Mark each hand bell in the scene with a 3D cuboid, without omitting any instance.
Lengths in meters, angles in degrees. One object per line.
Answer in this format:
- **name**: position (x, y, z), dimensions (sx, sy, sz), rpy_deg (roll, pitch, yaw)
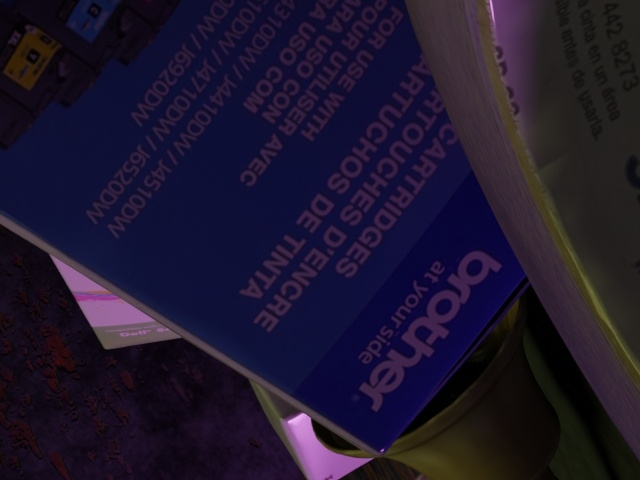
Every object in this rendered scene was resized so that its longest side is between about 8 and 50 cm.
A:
- **hand bell**: position (0.117, 0.137, 0.912), dimensions (0.242, 0.126, 0.126), rpy_deg (49, 176, -23)

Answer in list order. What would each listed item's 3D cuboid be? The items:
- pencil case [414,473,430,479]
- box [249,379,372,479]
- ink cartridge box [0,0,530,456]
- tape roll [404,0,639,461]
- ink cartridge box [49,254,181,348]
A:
- **pencil case**: position (0.129, 0.215, 1.071), dimensions (0.206, 0.086, 0.088), rpy_deg (54, 178, 34)
- **box**: position (0.007, 0.120, 1.421), dimensions (0.087, 0.102, 0.101), rpy_deg (54, 170, 44)
- **ink cartridge box**: position (-0.073, -0.092, 0.641), dimensions (0.395, 0.151, 0.270), rpy_deg (37, -174, -31)
- **tape roll**: position (0.116, -0.005, 0.347), dimensions (0.275, 0.090, 0.275), rpy_deg (58, 173, 12)
- **ink cartridge box**: position (-0.154, -0.066, 1.434), dimensions (0.353, 0.119, 0.207), rpy_deg (80, -177, -70)
